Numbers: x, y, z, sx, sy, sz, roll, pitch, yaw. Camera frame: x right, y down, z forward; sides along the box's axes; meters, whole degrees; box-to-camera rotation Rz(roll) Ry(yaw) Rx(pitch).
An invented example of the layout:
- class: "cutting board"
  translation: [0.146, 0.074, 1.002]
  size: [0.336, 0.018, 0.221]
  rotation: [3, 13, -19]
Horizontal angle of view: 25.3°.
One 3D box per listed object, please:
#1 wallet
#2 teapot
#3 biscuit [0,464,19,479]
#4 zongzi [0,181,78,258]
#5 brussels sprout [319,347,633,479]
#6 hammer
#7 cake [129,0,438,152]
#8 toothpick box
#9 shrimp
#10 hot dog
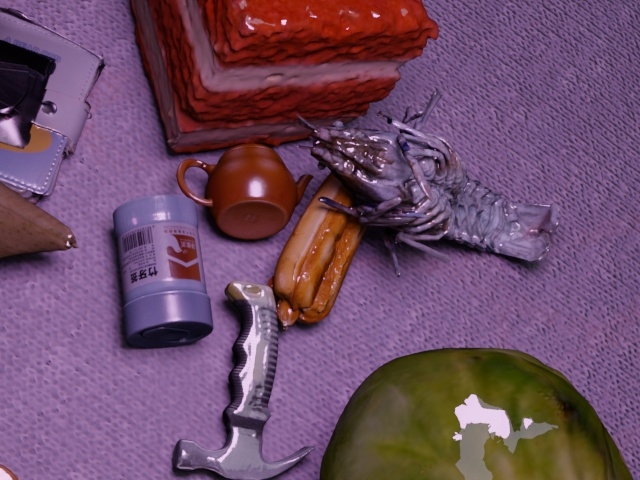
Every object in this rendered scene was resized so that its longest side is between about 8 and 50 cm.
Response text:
- class: "wallet"
  translation: [-0.356, -0.160, 1.667]
  size: [0.170, 0.069, 0.231]
  rotation: [22, 63, -4]
- class: "teapot"
  translation: [-0.088, -0.069, 1.700]
  size: [0.173, 0.116, 0.116]
  rotation: [7, 67, -18]
- class: "biscuit"
  translation: [-0.435, 0.372, 1.432]
  size: [0.312, 0.057, 0.351]
  rotation: [-10, 71, -22]
- class: "zongzi"
  translation: [-0.542, 0.075, 1.421]
  size: [0.467, 0.218, 0.500]
  rotation: [27, 63, -7]
- class: "brussels sprout"
  translation: [0.189, 0.270, 1.563]
  size: [0.371, 0.276, 0.315]
  rotation: [24, 68, -2]
- class: "hammer"
  translation: [-0.081, 0.162, 1.632]
  size: [0.158, 0.041, 0.226]
  rotation: [8, 75, -17]
- class: "cake"
  translation: [-0.061, -0.282, 1.677]
  size: [0.270, 0.319, 0.269]
  rotation: [-7, 69, -27]
- class: "toothpick box"
  translation: [-0.181, 0.036, 1.628]
  size: [0.101, 0.101, 0.153]
  rotation: [-3, 70, -20]
- class: "shrimp"
  translation: [0.131, -0.058, 1.696]
  size: [0.410, 0.166, 0.221]
  rotation: [25, 79, -53]
- class: "hot dog"
  translation: [0.000, 0.000, 1.717]
  size: [0.076, 0.102, 0.249]
  rotation: [8, 56, 30]
